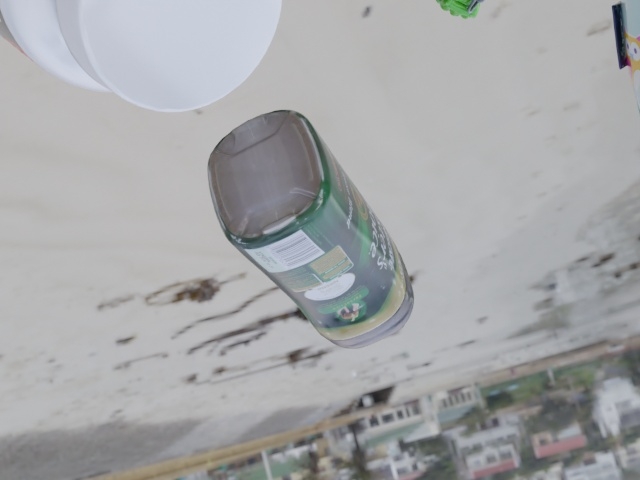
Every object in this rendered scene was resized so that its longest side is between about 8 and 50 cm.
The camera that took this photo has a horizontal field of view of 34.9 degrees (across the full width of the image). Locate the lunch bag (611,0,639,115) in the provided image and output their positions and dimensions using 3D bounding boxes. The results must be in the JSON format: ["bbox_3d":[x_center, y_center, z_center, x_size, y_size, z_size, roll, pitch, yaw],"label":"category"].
[{"bbox_3d":[0.224,-0.146,0.524,0.107,0.224,0.279,-11,-160,6],"label":"lunch bag"}]

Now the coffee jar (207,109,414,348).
[{"bbox_3d":[0.000,0.000,0.686,0.079,0.096,0.184,-25,145,10],"label":"coffee jar"}]

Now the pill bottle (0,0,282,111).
[{"bbox_3d":[-0.202,-0.249,0.877,0.210,0.210,0.363,-8,-151,-35],"label":"pill bottle"}]

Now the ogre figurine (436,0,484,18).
[{"bbox_3d":[0.081,-0.287,0.823,0.118,0.197,0.097,-52,177,-7],"label":"ogre figurine"}]
